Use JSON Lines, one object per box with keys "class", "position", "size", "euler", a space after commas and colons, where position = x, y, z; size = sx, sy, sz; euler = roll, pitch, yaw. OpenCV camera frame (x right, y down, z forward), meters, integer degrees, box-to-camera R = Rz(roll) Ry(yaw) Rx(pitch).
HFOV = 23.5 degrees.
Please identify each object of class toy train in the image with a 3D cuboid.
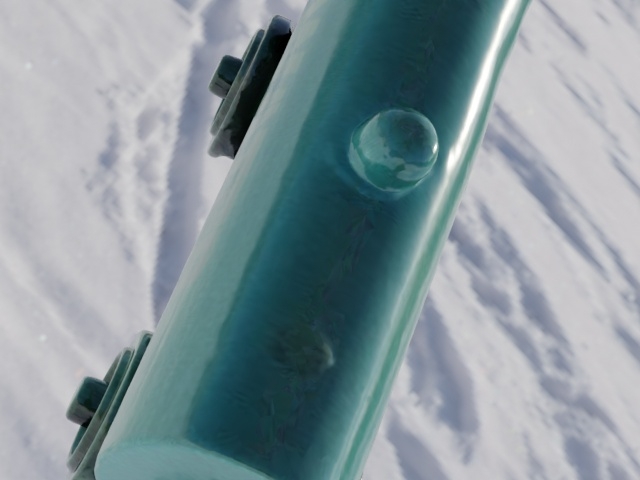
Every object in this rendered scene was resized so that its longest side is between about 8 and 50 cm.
{"class": "toy train", "position": [0.000, 0.000, 0.474], "size": [0.101, 0.159, 0.248], "euler": [25, 63, -7]}
